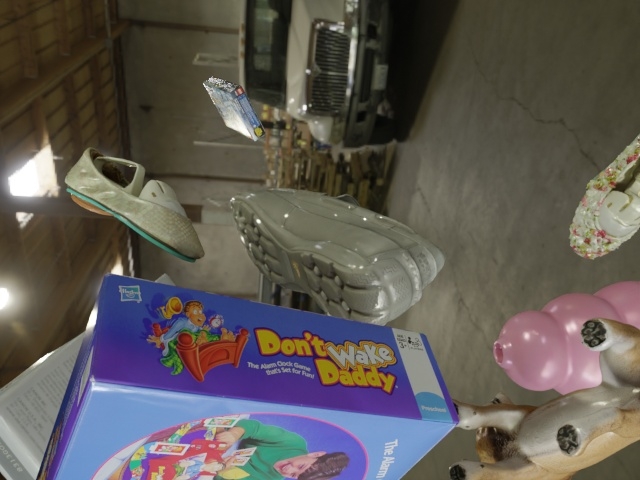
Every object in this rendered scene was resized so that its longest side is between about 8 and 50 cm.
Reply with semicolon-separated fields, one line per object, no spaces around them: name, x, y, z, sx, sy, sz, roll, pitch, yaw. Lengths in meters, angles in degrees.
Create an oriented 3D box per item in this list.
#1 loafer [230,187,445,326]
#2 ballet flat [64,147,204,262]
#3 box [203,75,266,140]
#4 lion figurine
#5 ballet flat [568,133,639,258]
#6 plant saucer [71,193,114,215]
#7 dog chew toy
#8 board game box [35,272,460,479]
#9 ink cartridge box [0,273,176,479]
loafer;0.000;0.000;0.635;0.319;0.111;0.112;29;138;50
ballet flat;-0.159;-0.038;0.494;0.052;0.168;0.057;-63;-24;-1
box;-0.151;-0.232;0.996;0.137;0.027;0.094;36;158;53
lion figurine;0.301;0.210;0.666;0.392;0.240;0.142;-42;45;50
ballet flat;0.411;-0.075;0.737;0.241;0.091;0.077;-60;3;16
plant saucer;-0.394;-0.069;1.007;0.013;0.083;0.083;-63;10;12
dog chew toy;0.454;0.177;0.956;0.206;0.332;0.206;176;90;-82
board game box;-0.092;0.192;0.446;0.347;0.233;0.078;-58;30;33
ink cartridge box;-0.286;0.268;0.893;0.308;0.091;0.385;57;-152;-10
